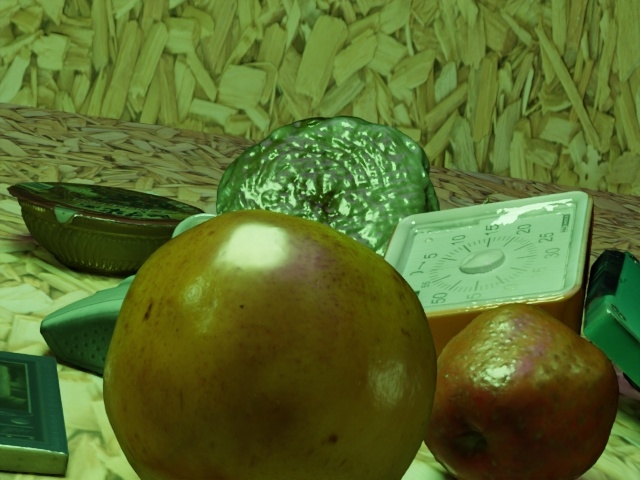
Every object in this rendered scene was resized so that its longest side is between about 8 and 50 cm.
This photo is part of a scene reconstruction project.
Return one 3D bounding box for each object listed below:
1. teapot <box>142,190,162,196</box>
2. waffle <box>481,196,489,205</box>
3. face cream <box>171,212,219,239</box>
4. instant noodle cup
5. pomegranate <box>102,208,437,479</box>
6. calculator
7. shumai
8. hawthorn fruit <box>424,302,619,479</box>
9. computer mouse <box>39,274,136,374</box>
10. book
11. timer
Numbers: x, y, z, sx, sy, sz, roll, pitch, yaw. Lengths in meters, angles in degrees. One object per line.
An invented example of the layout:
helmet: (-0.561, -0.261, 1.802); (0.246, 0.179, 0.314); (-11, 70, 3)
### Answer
teapot: (-0.259, -0.032, 2.157); (0.083, 0.064, 0.064); (41, 18, -6)
waffle: (0.140, 0.023, 1.856); (0.125, 0.191, 0.032); (12, -2, 14)
face cream: (-0.115, 0.008, 1.486); (0.084, 0.057, 0.198); (-1, -4, 0)
instant noodle cup: (-0.291, -0.011, 1.903); (0.274, 0.091, 0.274); (10, 10, -2)
pomegranate: (-0.039, 0.112, 1.105); (0.264, 0.264, 0.264); (10, 11, -2)
calculator: (0.395, 0.133, 1.589); (0.248, 0.058, 0.274); (42, 21, -1)
shumai: (0.000, 0.000, 2.005); (0.309, 0.304, 0.263); (8, -24, -4)
hawthorn fruit: (0.178, 0.148, 1.297); (0.189, 0.189, 0.189); (10, 11, -2)
computer mouse: (-0.120, 0.094, 1.459); (0.371, 0.122, 0.188); (11, 10, 24)
book: (-0.324, 0.140, 1.253); (0.191, 0.025, 0.269); (8, 11, -14)
timer: (0.192, 0.055, 1.697); (0.250, 0.161, 0.257); (6, 31, 12)
